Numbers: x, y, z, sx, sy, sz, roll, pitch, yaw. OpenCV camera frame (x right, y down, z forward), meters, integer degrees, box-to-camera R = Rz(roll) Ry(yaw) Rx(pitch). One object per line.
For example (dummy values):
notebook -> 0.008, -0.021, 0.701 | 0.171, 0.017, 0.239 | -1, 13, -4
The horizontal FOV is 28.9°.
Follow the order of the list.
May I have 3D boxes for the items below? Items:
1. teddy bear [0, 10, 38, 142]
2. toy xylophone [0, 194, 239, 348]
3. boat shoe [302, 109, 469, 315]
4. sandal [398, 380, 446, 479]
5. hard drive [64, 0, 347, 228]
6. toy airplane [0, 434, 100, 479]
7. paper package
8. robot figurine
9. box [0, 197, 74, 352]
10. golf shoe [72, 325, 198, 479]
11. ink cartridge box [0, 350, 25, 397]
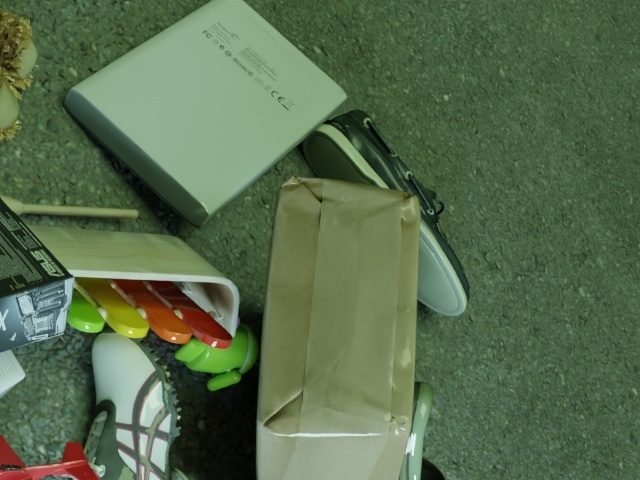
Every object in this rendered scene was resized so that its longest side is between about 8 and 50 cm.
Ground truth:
teddy bear -> -0.460, -0.243, 1.393 | 0.338, 0.113, 0.245 | 19, 62, -45
toy xylophone -> -0.244, 0.036, 1.403 | 0.322, 0.081, 0.236 | 8, 20, -35
boat shoe -> 0.119, -0.048, 1.803 | 0.340, 0.127, 0.113 | 48, 55, 0
sandal -> 0.128, 0.316, 1.533 | 0.086, 0.303, 0.120 | 4, 27, 0
hard drive -> -0.141, -0.185, 1.652 | 0.233, 0.047, 0.353 | 42, 43, 3
toy airplane -> -0.292, 0.239, 1.266 | 0.151, 0.028, 0.151 | 15, 25, -7
paper package -> 0.015, 0.144, 1.440 | 0.168, 0.325, 0.309 | 5, 60, -1
robot figurine -> -0.124, 0.130, 1.521 | 0.115, 0.067, 0.101 | 13, 49, -39
box -> -0.420, 0.001, 1.184 | 0.242, 0.076, 0.307 | -18, 50, -42
golf shoe -> -0.215, 0.223, 1.364 | 0.120, 0.105, 0.273 | -8, 74, -38
ink cartridge box -> -0.417, 0.132, 1.187 | 0.231, 0.078, 0.134 | -27, 84, -46
